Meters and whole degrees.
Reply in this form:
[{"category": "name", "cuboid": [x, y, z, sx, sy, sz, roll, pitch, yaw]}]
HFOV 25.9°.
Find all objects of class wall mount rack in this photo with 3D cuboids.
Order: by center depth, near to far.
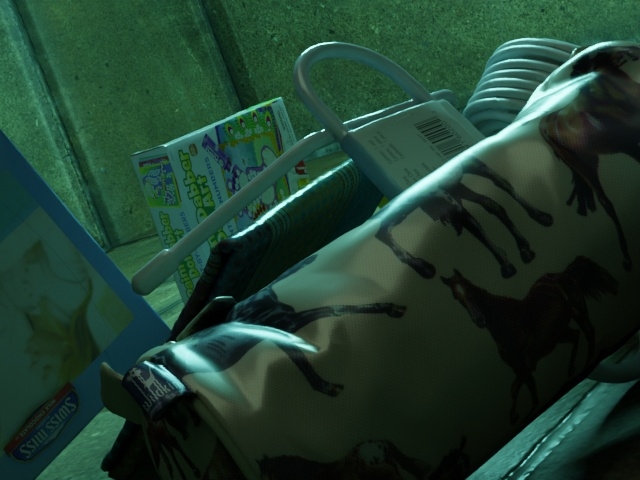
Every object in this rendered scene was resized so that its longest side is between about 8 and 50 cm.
[{"category": "wall mount rack", "cuboid": [0.056, 0.021, 1.005, 0.304, 0.350, 0.130, -23, -29, -41]}]

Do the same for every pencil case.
[{"category": "pencil case", "cuboid": [0.075, 0.033, 0.835, 0.410, 0.183, 0.160, -35, -19, -22]}]

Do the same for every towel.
[{"category": "towel", "cuboid": [-0.051, 0.047, 1.270, 0.271, 0.040, 0.370, -61, -13, 27]}]

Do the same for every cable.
[{"category": "cable", "cuboid": [0.238, -0.065, 1.139, 0.089, 0.257, 0.257, -58, -10, -8]}]

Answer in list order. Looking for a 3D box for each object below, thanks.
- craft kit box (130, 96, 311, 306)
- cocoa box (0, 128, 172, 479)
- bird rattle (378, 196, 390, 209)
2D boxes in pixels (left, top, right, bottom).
[{"category": "craft kit box", "cuboid": [-0.083, -0.013, 1.547, 0.061, 0.250, 0.246, -13, 11, 35]}, {"category": "cocoa box", "cuboid": [-0.337, 0.109, 1.072, 0.347, 0.231, 0.228, -48, 21, -26]}, {"category": "bird rattle", "cuboid": [0.167, -0.002, 1.476, 0.253, 0.143, 0.207, 4, 34, 41]}]
